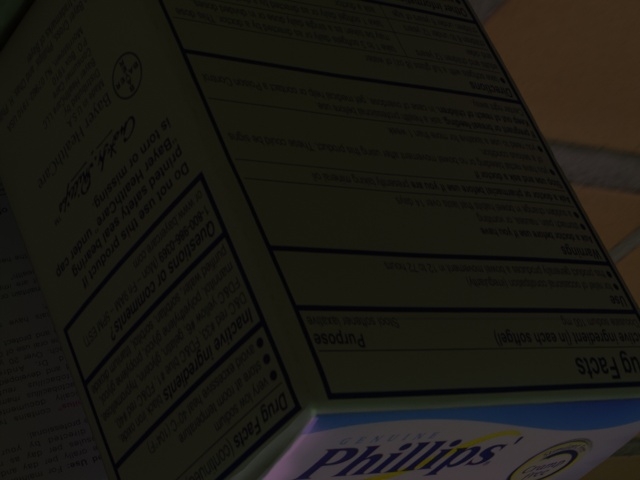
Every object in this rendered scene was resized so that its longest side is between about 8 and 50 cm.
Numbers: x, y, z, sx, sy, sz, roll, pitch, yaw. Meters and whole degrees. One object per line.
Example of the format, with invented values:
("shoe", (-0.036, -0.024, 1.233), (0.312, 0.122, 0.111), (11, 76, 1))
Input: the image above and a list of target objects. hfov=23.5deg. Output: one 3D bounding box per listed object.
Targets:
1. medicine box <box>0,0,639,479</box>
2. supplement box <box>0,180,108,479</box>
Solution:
("medicine box", (0.000, 0.000, 0.797), (0.263, 0.289, 0.149), (3, 143, -43))
("supplement box", (-0.176, 0.068, 0.856), (0.113, 0.220, 0.111), (-14, 152, -21))
